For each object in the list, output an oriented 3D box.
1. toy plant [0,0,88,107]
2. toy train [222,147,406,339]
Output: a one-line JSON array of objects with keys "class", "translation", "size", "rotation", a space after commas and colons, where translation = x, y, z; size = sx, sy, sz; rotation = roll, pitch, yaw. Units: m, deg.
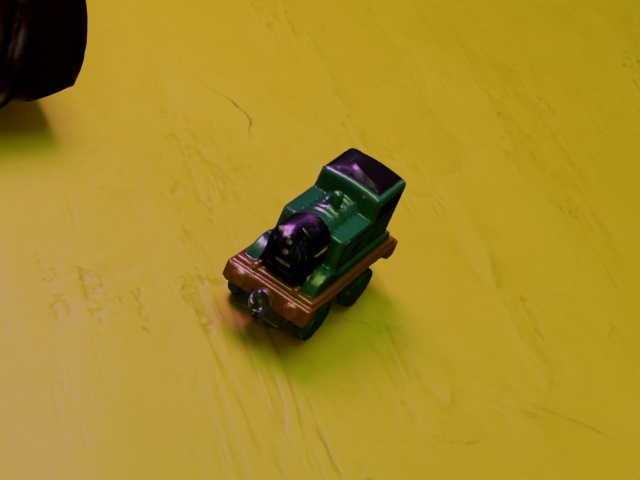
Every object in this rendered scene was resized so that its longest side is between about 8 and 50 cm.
[{"class": "toy plant", "translation": [-0.339, -0.214, 1.531], "size": [0.235, 0.175, 0.218], "rotation": [3, 62, -33]}, {"class": "toy train", "translation": [0.000, 0.000, 1.492], "size": [0.091, 0.136, 0.227], "rotation": [33, 31, 14]}]
